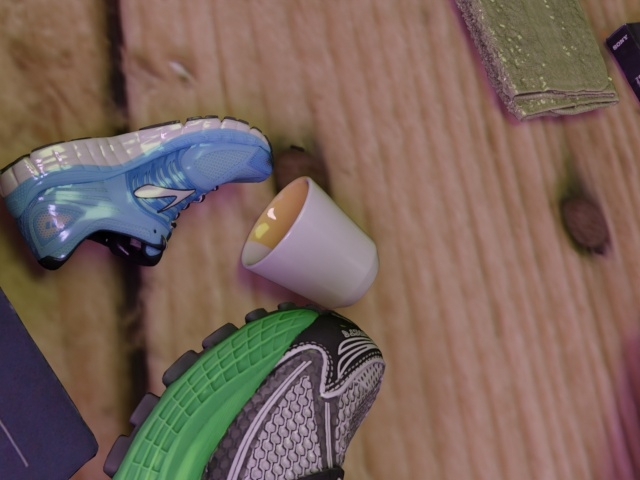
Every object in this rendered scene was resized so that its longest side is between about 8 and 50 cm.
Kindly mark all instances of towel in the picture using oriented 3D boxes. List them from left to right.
[{"bbox_3d":[0.151,-0.154,0.982,0.110,0.027,0.148,-8,67,-34],"label":"towel"}]

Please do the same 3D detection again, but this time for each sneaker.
[{"bbox_3d":[-0.095,-0.022,0.734,0.162,0.063,0.073,-15,88,-33],"label":"sneaker"},{"bbox_3d":[-0.026,0.173,0.506,0.146,0.134,0.344,10,51,9],"label":"sneaker"}]

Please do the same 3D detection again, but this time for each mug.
[{"bbox_3d":[0.001,0.001,0.770,0.064,0.062,0.078,35,55,-19],"label":"mug"}]

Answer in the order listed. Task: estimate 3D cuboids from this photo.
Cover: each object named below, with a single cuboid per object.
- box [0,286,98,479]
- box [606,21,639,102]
[{"bbox_3d":[-0.298,0.027,0.407,0.312,0.179,0.343,-45,113,-42],"label":"box"},{"bbox_3d":[0.301,-0.100,1.042,0.116,0.029,0.162,-12,67,-37],"label":"box"}]
